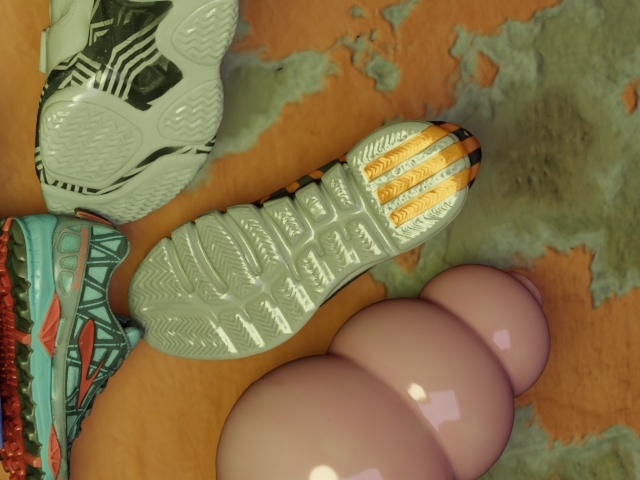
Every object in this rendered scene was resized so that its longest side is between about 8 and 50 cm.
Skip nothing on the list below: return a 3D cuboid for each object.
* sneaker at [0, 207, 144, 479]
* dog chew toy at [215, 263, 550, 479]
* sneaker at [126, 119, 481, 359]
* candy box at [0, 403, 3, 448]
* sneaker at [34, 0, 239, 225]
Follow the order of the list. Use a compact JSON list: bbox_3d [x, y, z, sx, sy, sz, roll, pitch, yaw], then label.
[{"bbox_3d":[-0.194,0.103,1.105,0.125,0.104,0.261,-10,117,-31],"label":"sneaker"},{"bbox_3d":[0.069,0.145,1.195,0.332,0.207,0.206,-42,113,-21],"label":"dog chew toy"},{"bbox_3d":[0.000,0.000,1.173,0.321,0.180,0.124,-25,90,16],"label":"sneaker"},{"bbox_3d":[-0.405,0.043,0.998,0.317,0.122,0.268,-7,101,-22],"label":"candy box"},{"bbox_3d":[-0.151,-0.193,1.067,0.137,0.210,0.365,0,134,-24],"label":"sneaker"}]
